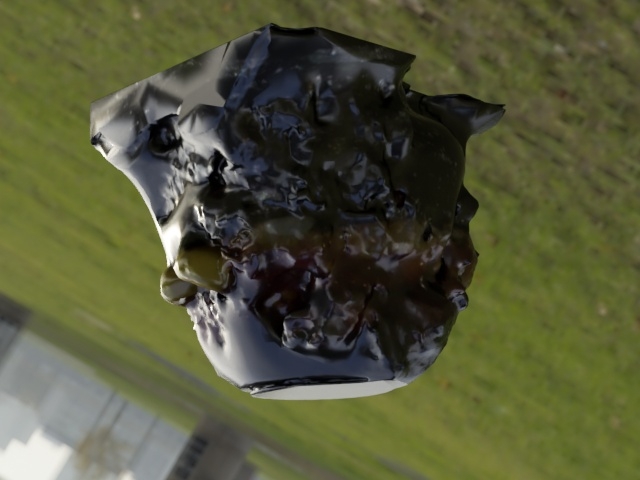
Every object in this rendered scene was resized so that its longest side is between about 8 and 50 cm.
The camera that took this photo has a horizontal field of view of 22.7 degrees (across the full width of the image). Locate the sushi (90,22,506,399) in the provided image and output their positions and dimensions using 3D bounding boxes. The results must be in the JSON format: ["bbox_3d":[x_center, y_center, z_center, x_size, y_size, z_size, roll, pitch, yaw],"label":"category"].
[{"bbox_3d":[0.000,0.000,0.791,0.172,0.150,0.153,10,163,-41],"label":"sushi"}]
